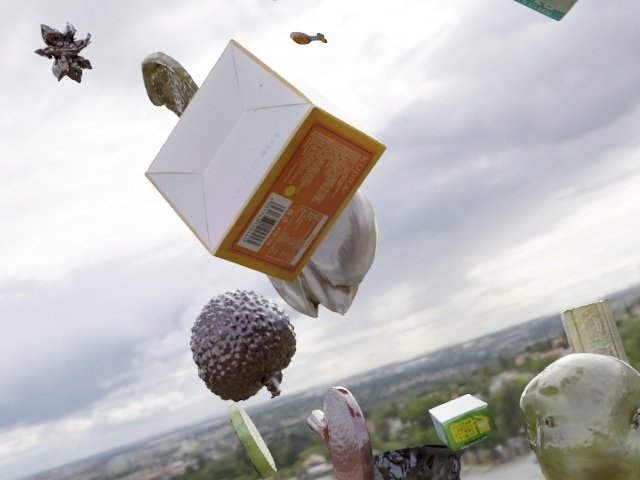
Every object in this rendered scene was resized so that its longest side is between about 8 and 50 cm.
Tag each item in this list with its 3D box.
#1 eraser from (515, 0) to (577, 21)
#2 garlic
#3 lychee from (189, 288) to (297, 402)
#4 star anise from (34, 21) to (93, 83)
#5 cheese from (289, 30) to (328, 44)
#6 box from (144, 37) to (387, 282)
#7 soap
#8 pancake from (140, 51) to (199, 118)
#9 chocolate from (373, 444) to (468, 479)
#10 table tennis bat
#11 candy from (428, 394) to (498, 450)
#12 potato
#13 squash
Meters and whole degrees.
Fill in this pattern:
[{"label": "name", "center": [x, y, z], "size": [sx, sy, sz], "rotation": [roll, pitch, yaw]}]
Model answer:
[{"label": "eraser", "center": [0.308, -0.434, 1.517], "size": [0.225, 0.052, 0.095], "rotation": [25, -19, -3]}, {"label": "garlic", "center": [-0.001, 0.001, 2.007], "size": [0.279, 0.325, 0.132], "rotation": [-50, -19, 20]}, {"label": "lychee", "center": [-0.182, 0.260, 2.297], "size": [0.264, 0.300, 0.264], "rotation": [-30, -23, -14]}, {"label": "star anise", "center": [-0.618, -0.454, 2.293], "size": [0.168, 0.168, 0.057], "rotation": [-11, 4, -41]}, {"label": "cheese", "center": [-0.030, -0.474, 2.228], "size": [0.111, 0.017, 0.047], "rotation": [8, -25, 39]}, {"label": "box", "center": [-0.090, -0.128, 1.563], "size": [0.214, 0.259, 0.283], "rotation": [24, -74, -47]}, {"label": "soap", "center": [0.527, 0.240, 1.768], "size": [0.092, 0.252, 0.037], "rotation": [-14, -15, 2]}, {"label": "pancake", "center": [-0.283, -0.284, 1.938], "size": [0.029, 0.235, 0.212], "rotation": [-41, -8, -26]}, {"label": "chocolate", "center": [0.186, 0.514, 1.891], "size": [0.224, 0.177, 0.206], "rotation": [15, -31, -41]}, {"label": "table tennis bat", "center": [0.032, 0.350, 1.672], "size": [0.038, 0.200, 0.310], "rotation": [-8, 4, -15]}, {"label": "candy", "center": [0.273, 0.350, 1.840], "size": [0.097, 0.062, 0.194], "rotation": [-23, -3, -2]}, {"label": "potato", "center": [0.452, 0.322, 1.421], "size": [0.202, 0.351, 0.218], "rotation": [-51, 6, 34]}, {"label": "squash", "center": [-0.177, 0.515, 2.478], "size": [0.041, 0.219, 0.219], "rotation": [-28, -8, -1]}]
